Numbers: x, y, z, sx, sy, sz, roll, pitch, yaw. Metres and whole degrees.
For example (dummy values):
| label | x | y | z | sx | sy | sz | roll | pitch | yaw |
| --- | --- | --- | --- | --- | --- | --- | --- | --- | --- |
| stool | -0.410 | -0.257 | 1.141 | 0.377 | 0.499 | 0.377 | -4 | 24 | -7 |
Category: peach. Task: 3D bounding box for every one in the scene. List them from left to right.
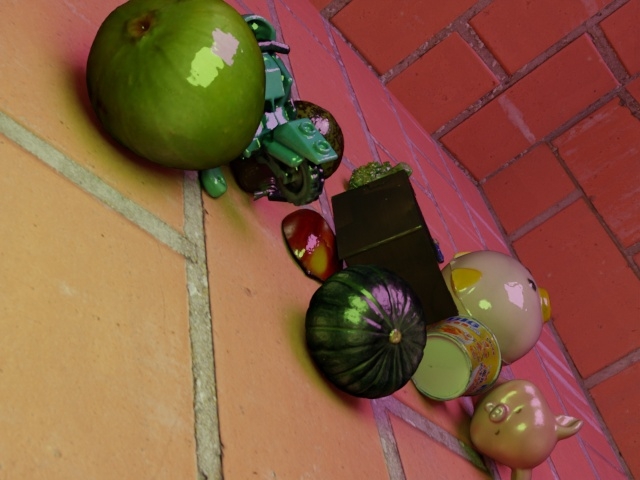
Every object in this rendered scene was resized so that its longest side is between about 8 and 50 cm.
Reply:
| label | x | y | z | sx | sy | sz | roll | pitch | yaw |
| --- | --- | --- | --- | --- | --- | --- | --- | --- | --- |
| peach | 0.003 | -0.001 | 1.680 | 0.189 | 0.068 | 0.279 | 51 | 19 | -14 |

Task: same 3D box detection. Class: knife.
| label | x | y | z | sx | sy | sz | roll | pitch | yaw |
| --- | --- | --- | --- | --- | --- | --- | --- | --- | --- |
| knife | -0.224 | -0.174 | 1.497 | 0.063 | 0.035 | 0.260 | 43 | 18 | -40 |

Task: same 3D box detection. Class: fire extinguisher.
| label | x | y | z | sx | sy | sz | roll | pitch | yaw |
| --- | --- | --- | --- | --- | --- | --- | --- | --- | --- |
| fire extinguisher | -0.142 | -0.207 | 1.590 | 0.114 | 0.135 | 0.337 | 106 | -36 | -57 |

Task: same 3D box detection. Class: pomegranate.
| label | x | y | z | sx | sy | sz | roll | pitch | yaw |
| --- | --- | --- | --- | --- | --- | --- | --- | --- | --- |
| pomegranate | -0.045 | -0.244 | 1.744 | 0.214 | 0.214 | 0.248 | 45 | 33 | -26 |

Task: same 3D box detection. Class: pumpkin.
| label | x | y | z | sx | sy | sz | roll | pitch | yaw |
| --- | --- | --- | --- | --- | --- | --- | --- | --- | --- |
| pumpkin | 0.080 | 0.171 | 1.394 | 0.250 | 0.216 | 0.250 | 13 | 66 | -31 |

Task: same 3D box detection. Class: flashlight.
| label | x | y | z | sx | sy | sz | roll | pitch | yaw |
| --- | --- | --- | --- | --- | --- | --- | --- | --- | --- |
| flashlight | 0.411 | 0.031 | 2.623 | 0.057 | 0.035 | 0.121 | 39 | 24 | -40 |

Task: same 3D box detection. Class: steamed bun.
| label | x | y | z | sx | sy | sz | roll | pitch | yaw |
| --- | --- | --- | --- | --- | --- | --- | --- | --- | --- |
| steamed bun | 0.466 | 0.187 | 2.085 | 0.334 | 0.334 | 0.374 | 53 | 14 | -4 |

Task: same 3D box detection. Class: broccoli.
| label | x | y | z | sx | sy | sz | roll | pitch | yaw |
| --- | --- | --- | --- | --- | --- | --- | --- | --- | --- |
| broccoli | 0.193 | -0.166 | 2.210 | 0.194 | 0.194 | 0.219 | 46 | 27 | -24 |

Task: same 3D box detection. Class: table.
| label | x | y | z | sx | sy | sz | roll | pitch | yaw |
| --- | --- | --- | --- | --- | --- | --- | --- | --- | --- |
| table | 0.173 | 0.034 | 1.748 | 0.250 | 0.196 | 0.282 | -98 | 163 | -54 |

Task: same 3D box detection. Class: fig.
| label | x | y | z | sx | sy | sz | roll | pitch | yaw |
| --- | --- | --- | --- | --- | --- | --- | --- | --- | --- |
| fig | -0.227 | -0.251 | 1.258 | 0.316 | 0.316 | 0.316 | 46 | 21 | -23 |

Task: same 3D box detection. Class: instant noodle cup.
| label | x | y | z | sx | sy | sz | roll | pitch | yaw |
| --- | --- | --- | --- | --- | --- | --- | --- | --- | --- |
| instant noodle cup | 0.301 | 0.283 | 1.737 | 0.153 | 0.205 | 0.205 | -8 | 63 | -56 |

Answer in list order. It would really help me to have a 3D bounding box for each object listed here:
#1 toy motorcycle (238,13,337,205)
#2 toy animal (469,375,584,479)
| label | x | y | z | sx | sy | sz | roll | pitch | yaw |
| --- | --- | --- | --- | --- | --- | --- | --- | --- | --- |
| toy motorcycle | -0.110 | -0.266 | 1.425 | 0.172 | 0.232 | 0.416 | -18 | 62 | -36 |
| toy animal | 0.474 | 0.451 | 1.817 | 0.269 | 0.237 | 0.326 | 43 | 3 | 41 |
